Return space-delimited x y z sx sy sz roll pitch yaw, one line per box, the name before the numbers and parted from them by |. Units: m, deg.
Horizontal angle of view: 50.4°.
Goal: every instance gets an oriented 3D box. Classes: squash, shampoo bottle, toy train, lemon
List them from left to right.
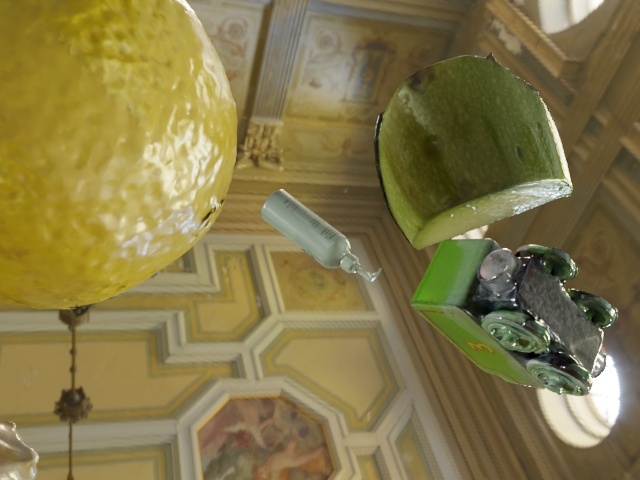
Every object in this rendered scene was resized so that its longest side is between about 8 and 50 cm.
lemon | -0.197 -0.088 0.493 0.292 0.293 0.293 11 -142 -9
shampoo bottle | 0.000 0.000 0.984 0.195 0.056 0.056 38 -138 21
squash | 0.143 -0.082 0.671 0.191 0.184 0.085 -22 -162 12
toy train | 0.318 0.127 1.109 0.307 0.248 0.174 41 -114 -26

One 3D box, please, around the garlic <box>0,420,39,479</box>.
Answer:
garlic | -0.432 0.323 0.618 0.245 0.232 0.340 22 -160 -16
